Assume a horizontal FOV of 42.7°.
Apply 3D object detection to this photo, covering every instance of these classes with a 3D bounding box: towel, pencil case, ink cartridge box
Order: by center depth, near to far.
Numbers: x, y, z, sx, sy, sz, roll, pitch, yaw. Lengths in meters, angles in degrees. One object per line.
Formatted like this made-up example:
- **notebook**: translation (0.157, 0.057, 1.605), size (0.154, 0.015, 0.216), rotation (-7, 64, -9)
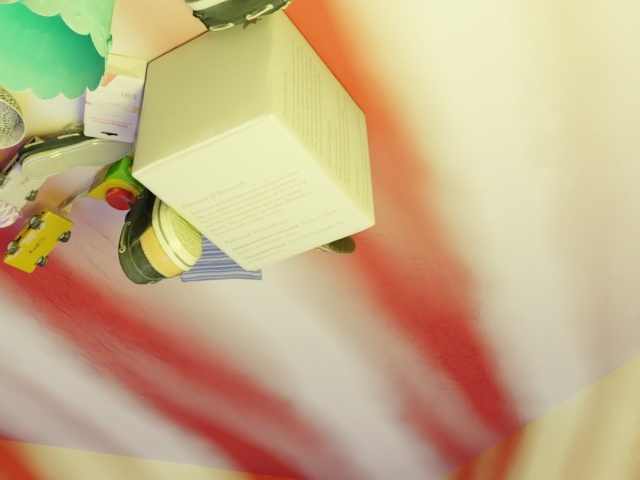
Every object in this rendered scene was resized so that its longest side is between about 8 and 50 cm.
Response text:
- **ink cartridge box**: translation (-0.445, -0.305, 1.767), size (0.115, 0.067, 0.198), rotation (9, 141, -15)
- **pencil case**: translation (-0.796, -0.116, 1.992), size (0.088, 0.086, 0.206), rotation (-5, 144, -2)
- **towel**: translation (-0.293, 0.019, 2.247), size (0.243, 0.040, 0.336), rotation (-3, 144, 2)

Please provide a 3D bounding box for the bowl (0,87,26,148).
- **bowl**: translation (-0.718, -0.283, 1.772), size (0.170, 0.080, 0.170), rotation (-2, 144, -1)

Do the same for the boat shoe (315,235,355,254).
- **boat shoe**: translation (0.000, 0.000, 2.224), size (0.190, 0.068, 0.072), rotation (19, 152, -11)

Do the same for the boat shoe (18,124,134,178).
- **boat shoe**: translation (-0.555, -0.208, 1.864), size (0.254, 0.079, 0.095), rotation (-19, 146, -12)

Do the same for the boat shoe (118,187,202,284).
- **boat shoe**: translation (-0.347, -0.043, 1.812), size (0.156, 0.500, 0.187), rotation (-31, 110, 8)

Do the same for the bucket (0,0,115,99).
- **bucket**: translation (-0.486, -0.389, 1.402), size (0.281, 0.183, 0.281), rotation (6, 156, 3)

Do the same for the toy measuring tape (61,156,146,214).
- **toy measuring tape**: translation (-0.509, -0.110, 2.005), size (0.121, 0.121, 0.330), rotation (28, 143, -35)

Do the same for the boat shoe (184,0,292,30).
- **boat shoe**: translation (-0.105, -0.471, 1.528), size (0.302, 0.114, 0.091), rotation (-6, 145, 26)

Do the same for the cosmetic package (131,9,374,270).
- **cosmetic package**: translation (-0.125, -0.203, 1.702), size (0.327, 0.329, 0.393), rotation (-20, 140, 24)

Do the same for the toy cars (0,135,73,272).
- **toy cars**: translation (-0.703, -0.094, 2.001), size (0.176, 0.087, 0.394), rotation (-9, 132, -20)
